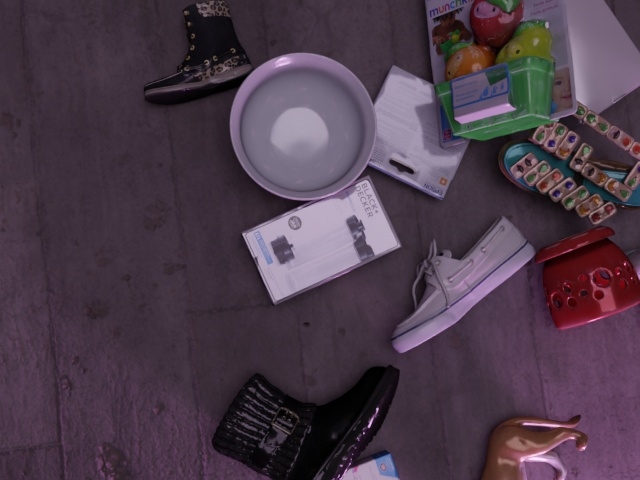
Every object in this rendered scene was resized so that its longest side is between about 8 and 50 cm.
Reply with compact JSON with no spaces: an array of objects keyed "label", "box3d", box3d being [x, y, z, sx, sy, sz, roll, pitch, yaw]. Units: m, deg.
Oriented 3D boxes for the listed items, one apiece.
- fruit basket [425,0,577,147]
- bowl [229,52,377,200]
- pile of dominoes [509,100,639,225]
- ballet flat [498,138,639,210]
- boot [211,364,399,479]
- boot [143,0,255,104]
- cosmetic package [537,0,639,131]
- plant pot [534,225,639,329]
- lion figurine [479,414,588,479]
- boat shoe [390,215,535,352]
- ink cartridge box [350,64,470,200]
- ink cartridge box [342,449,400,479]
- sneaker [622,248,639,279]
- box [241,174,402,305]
[{"label":"fruit basket","box3d":[0.339,-0.385,1.756,0.165,0.327,0.353,-7,88,-46]},{"label":"bowl","box3d":[-0.038,-0.221,1.821,0.297,0.134,0.298,0,84,-5]},{"label":"pile of dominoes","box3d":[0.530,-0.155,1.788,0.251,0.040,0.196,31,95,-6]},{"label":"ballet flat","box3d":[0.527,-0.142,1.873,0.342,0.124,0.116,10,103,-5]},{"label":"boot","box3d":[-0.024,0.334,1.773,0.260,0.131,0.348,31,60,19]},{"label":"boot","box3d":[-0.269,-0.387,1.841,0.236,0.085,0.179,-17,84,-13]},{"label":"cosmetic package","box3d":[0.504,-0.430,1.884,0.197,0.155,0.366,-32,89,-7]},{"label":"plant pot","box3d":[0.544,0.072,1.824,0.191,0.191,0.174,-19,82,-7]},{"label":"lion figurine","box3d":[0.375,0.496,1.808,0.240,0.142,0.392,22,69,4]},{"label":"boat shoe","box3d":[0.262,0.069,1.822,0.367,0.136,0.156,-37,89,-11]},{"label":"ink cartridge box","box3d":[0.202,-0.225,1.888,0.223,0.045,0.224,26,82,-3]},{"label":"ink cartridge box","box3d":[0.070,0.505,1.797,0.181,0.061,0.104,-18,86,-8]},{"label":"sneaker","box3d":[0.776,0.046,1.878,0.297,0.129,0.111,-13,84,-8]},{"label":"box","box3d":[0.000,0.000,1.826,0.289,0.087,0.169,-23,87,-8]}]
